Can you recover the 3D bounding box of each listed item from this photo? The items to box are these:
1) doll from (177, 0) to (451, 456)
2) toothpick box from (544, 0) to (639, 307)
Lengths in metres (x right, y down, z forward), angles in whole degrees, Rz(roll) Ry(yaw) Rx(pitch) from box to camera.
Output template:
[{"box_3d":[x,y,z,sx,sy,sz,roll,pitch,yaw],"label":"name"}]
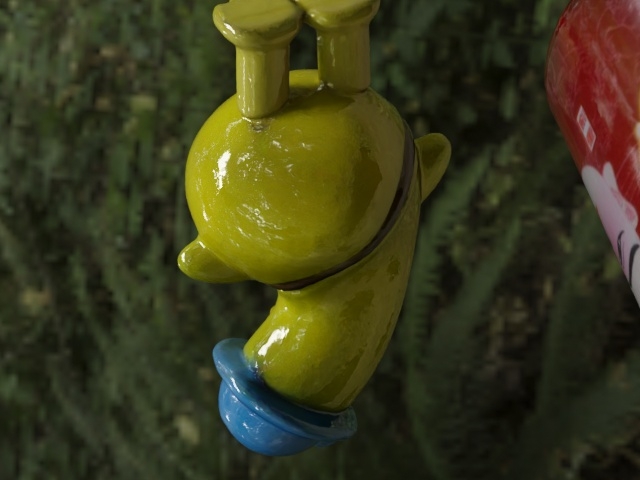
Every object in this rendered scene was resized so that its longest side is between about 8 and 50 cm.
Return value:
[{"box_3d":[0.000,0.000,1.253,0.145,0.199,0.363,-125,26,-49],"label":"doll"},{"box_3d":[0.264,-0.005,1.027,0.333,0.204,0.204,-105,32,-44],"label":"toothpick box"}]
